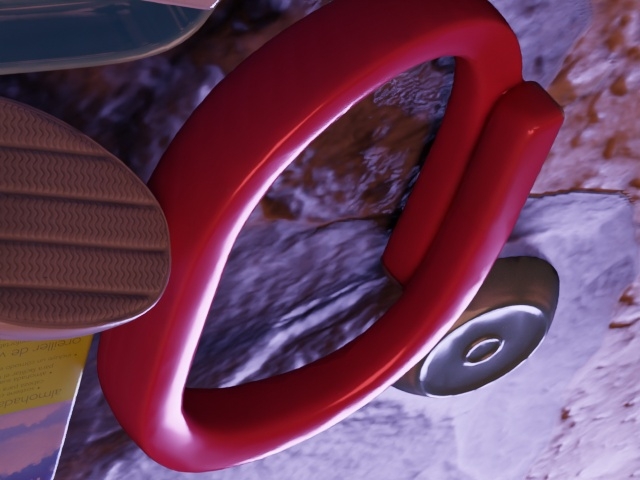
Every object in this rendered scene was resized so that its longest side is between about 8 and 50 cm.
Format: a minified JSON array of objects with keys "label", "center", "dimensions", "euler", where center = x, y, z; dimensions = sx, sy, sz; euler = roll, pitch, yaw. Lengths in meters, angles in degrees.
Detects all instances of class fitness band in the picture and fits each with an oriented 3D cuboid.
[{"label":"fitness band","center":[0.000,0.000,0.869],"dimensions":[0.209,0.054,0.291],"euler":[-18,147,-32]}]

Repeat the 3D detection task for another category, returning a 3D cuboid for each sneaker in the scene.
[{"label":"sneaker","center":[-0.181,-0.012,0.713],"dimensions":[0.258,0.094,0.091],"euler":[13,164,-35]}]

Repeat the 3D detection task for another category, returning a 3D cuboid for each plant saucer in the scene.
[{"label":"plant saucer","center":[0.089,0.056,1.072],"dimensions":[0.119,0.021,0.119],"euler":[-20,148,-14]}]

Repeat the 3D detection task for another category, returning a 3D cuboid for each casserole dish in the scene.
[{"label":"casserole dish","center":[-0.110,-0.111,0.672],"dimensions":[0.188,0.037,0.114],"euler":[-9,143,-30]}]

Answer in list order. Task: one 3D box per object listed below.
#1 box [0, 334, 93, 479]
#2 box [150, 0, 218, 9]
[{"label":"box","center":[-0.170,0.073,0.875],"dimensions":[0.109,0.042,0.178],"euler":[-10,143,-27]},{"label":"box","center":[-0.050,-0.175,0.540],"dimensions":[0.091,0.130,0.170],"euler":[4,135,-42]}]
